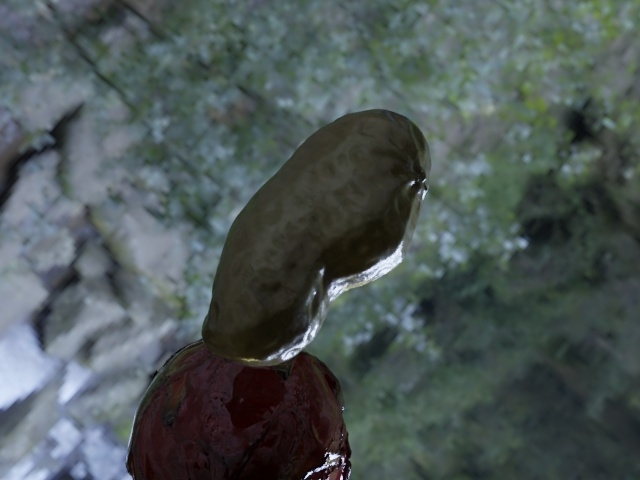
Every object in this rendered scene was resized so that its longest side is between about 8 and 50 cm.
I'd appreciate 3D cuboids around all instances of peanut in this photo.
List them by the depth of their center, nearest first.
[{"bbox_3d":[0.000,0.000,2.092,0.387,0.192,0.169,-49,153,-21],"label":"peanut"}]

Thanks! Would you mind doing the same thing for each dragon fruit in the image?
[{"bbox_3d":[-0.108,0.266,2.240,0.295,0.296,0.301,100,-3,-47],"label":"dragon fruit"}]
